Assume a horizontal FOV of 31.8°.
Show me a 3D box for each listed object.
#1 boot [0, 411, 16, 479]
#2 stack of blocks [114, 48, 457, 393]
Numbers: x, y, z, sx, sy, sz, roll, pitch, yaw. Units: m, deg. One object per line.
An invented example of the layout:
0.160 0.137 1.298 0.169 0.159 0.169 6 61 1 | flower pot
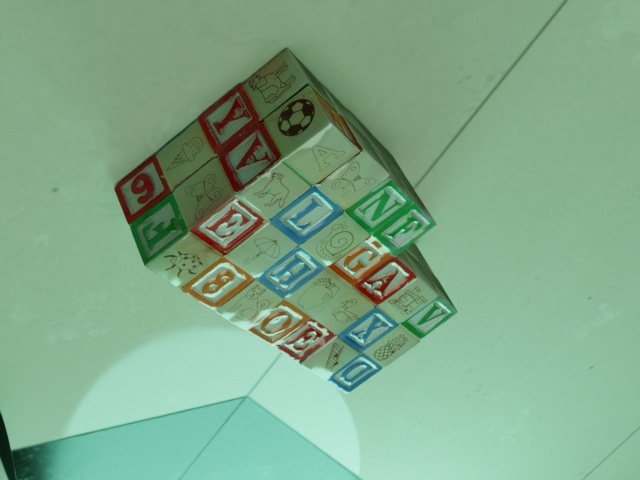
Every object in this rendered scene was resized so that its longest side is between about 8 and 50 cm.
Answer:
-0.349 0.165 0.893 0.176 0.088 0.244 -21 133 -9 | boot
0.000 0.000 0.909 0.171 0.087 0.297 -37 141 11 | stack of blocks
